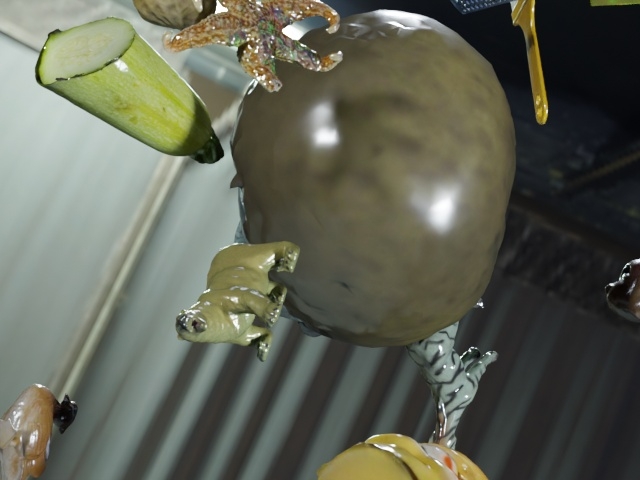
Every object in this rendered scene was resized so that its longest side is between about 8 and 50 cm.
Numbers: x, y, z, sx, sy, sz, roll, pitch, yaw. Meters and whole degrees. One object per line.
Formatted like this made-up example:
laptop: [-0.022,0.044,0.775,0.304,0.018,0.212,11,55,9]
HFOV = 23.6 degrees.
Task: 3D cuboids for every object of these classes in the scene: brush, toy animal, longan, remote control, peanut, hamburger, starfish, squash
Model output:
brush: [0.318,-0.298,2.310,0.013,0.272,0.103,-1,-24,-10]
toy animal: [-0.090,0.063,1.633,0.101,0.218,0.103,18,-60,-1]
toy animal: [0.205,0.200,2.322,0.090,0.255,0.170,-3,14,42]
toy animal: [-0.451,0.315,2.372,0.089,0.188,0.179,13,1,32]
longan: [0.062,-0.084,2.011,0.404,0.435,0.404,12,-8,2]
remote control: [0.254,-0.360,2.214,0.153,0.027,0.043,-8,-37,45]
peanut: [-0.238,-0.375,2.207,0.226,0.108,0.095,43,17,27]
hamburger: [0.137,0.408,2.176,0.237,0.276,0.276,4,2,-42]
starfish: [-0.077,-0.224,1.667,0.210,0.150,0.053,-12,-19,-30]
squash: [-0.207,-0.179,1.937,0.287,0.137,0.137,33,-17,-31]

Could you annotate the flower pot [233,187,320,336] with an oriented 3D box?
flower pot: [0.000,0.000,2.573,0.299,0.299,0.282,21,-33,13]

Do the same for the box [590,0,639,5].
box: [0.384,-0.380,1.872,0.121,0.030,0.193,0,-51,18]

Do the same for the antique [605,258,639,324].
antique: [0.546,0.066,2.220,0.257,0.143,0.121,-17,-47,17]
